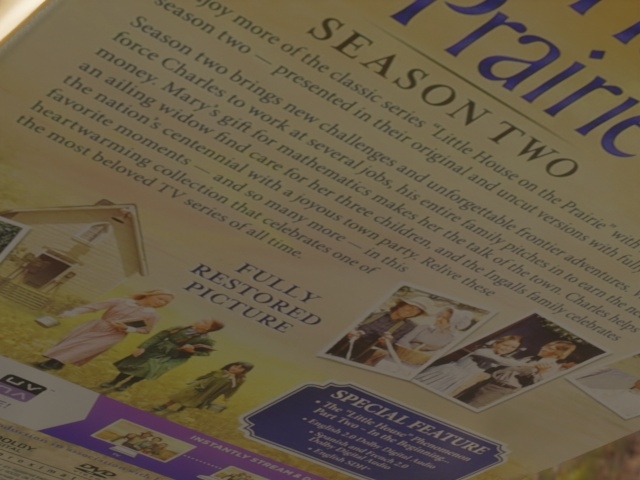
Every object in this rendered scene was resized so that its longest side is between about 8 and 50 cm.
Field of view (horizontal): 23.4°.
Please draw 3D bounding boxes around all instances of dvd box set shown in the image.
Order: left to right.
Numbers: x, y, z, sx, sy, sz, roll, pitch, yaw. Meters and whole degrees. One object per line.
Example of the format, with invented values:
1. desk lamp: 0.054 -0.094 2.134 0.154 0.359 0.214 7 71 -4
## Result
1. dvd box set: 0.000 0.000 0.523 0.307 0.062 0.420 25 -40 -33
